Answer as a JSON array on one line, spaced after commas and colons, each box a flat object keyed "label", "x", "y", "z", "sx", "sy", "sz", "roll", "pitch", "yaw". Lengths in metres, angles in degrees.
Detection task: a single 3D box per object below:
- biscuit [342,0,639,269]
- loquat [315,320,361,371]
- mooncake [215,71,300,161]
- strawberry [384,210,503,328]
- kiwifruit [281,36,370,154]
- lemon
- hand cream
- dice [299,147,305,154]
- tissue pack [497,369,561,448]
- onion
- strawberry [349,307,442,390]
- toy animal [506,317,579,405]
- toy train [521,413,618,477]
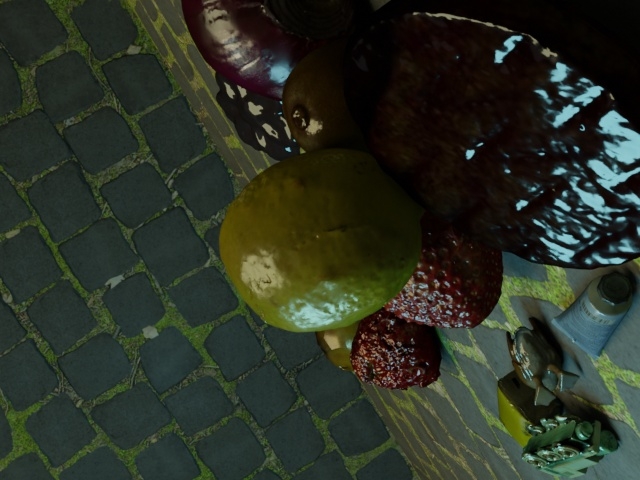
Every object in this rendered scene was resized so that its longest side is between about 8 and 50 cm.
[{"label": "biscuit", "x": 0.211, "y": -0.122, "z": 0.921, "sx": 0.407, "sy": 0.091, "sz": 0.407, "roll": 31, "pitch": 159, "yaw": 14}, {"label": "loquat", "x": 0.098, "y": 0.254, "z": 2.357, "sx": 0.235, "sy": 0.235, "sz": 0.235, "roll": 53, "pitch": 168, "yaw": 16}, {"label": "mooncake", "x": -0.106, "y": -0.300, "z": 1.754, "sx": 0.283, "sy": 0.141, "sz": 0.283, "roll": 37, "pitch": 149, "yaw": 28}, {"label": "strawberry", "x": 0.182, "y": 0.013, "z": 1.349, "sx": 0.288, "sy": 0.238, "sz": 0.250, "roll": 48, "pitch": 172, "yaw": 4}, {"label": "kiwifruit", "x": 0.052, "y": -0.209, "z": 1.241, "sx": 0.196, "sy": 0.234, "sz": 0.196, "roll": 27, "pitch": 131, "yaw": 36}, {"label": "lemon", "x": 0.002, "y": -0.001, "z": 1.149, "sx": 0.260, "sy": 0.284, "sz": 0.260, "roll": 1, "pitch": -90, "yaw": -76}, {"label": "hand cream", "x": 0.390, "y": 0.109, "z": 1.185, "sx": 0.091, "sy": 0.058, "sz": 0.271, "roll": 40, "pitch": 167, "yaw": 19}, {"label": "dice", "x": 0.077, "y": -0.137, "z": 1.513, "sx": 0.166, "sy": 0.169, "sz": 0.169, "roll": 47, "pitch": 166, "yaw": 42}, {"label": "tissue pack", "x": 0.413, "y": 0.343, "z": 1.646, "sx": 0.120, "sy": 0.082, "sz": 0.169, "roll": 50, "pitch": 167, "yaw": 36}, {"label": "onion", "x": -0.086, "y": -0.372, "z": 1.356, "sx": 0.282, "sy": 0.260, "sz": 0.336, "roll": 30, "pitch": 151, "yaw": 56}, {"label": "strawberry", "x": 0.179, "y": 0.273, "z": 2.091, "sx": 0.274, "sy": 0.220, "sz": 0.274, "roll": 56, "pitch": 173, "yaw": 11}, {"label": "toy animal", "x": 0.368, "y": 0.195, "z": 1.454, "sx": 0.188, "sy": 0.089, "sz": 0.179, "roll": 58, "pitch": -178, "yaw": -29}, {"label": "toy train", "x": 0.448, "y": 0.371, "z": 1.485, "sx": 0.125, "sy": 0.081, "sz": 0.194, "roll": 21, "pitch": 150, "yaw": -11}]
